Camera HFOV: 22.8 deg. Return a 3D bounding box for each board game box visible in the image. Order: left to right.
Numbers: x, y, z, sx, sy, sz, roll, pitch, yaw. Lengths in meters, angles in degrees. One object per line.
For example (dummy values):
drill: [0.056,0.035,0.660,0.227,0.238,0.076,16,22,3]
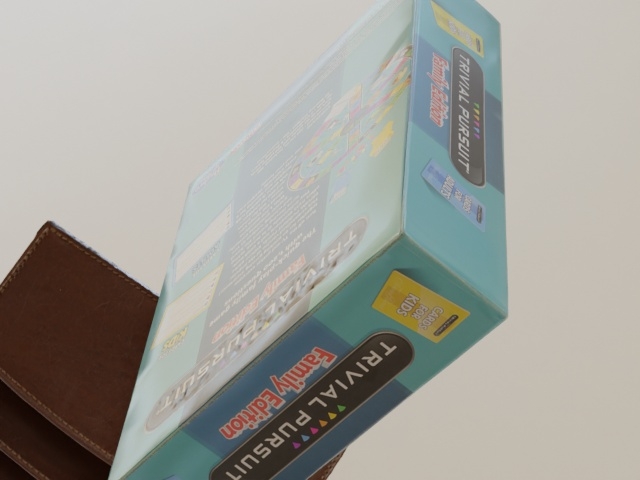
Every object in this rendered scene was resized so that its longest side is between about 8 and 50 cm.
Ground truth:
board game box: [0.000,0.000,0.983,0.254,0.079,0.336,-42,-159,28]

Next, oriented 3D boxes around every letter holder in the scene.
letter holder: [-0.162,0.167,1.307,0.214,0.302,0.152,-56,-179,-16]
